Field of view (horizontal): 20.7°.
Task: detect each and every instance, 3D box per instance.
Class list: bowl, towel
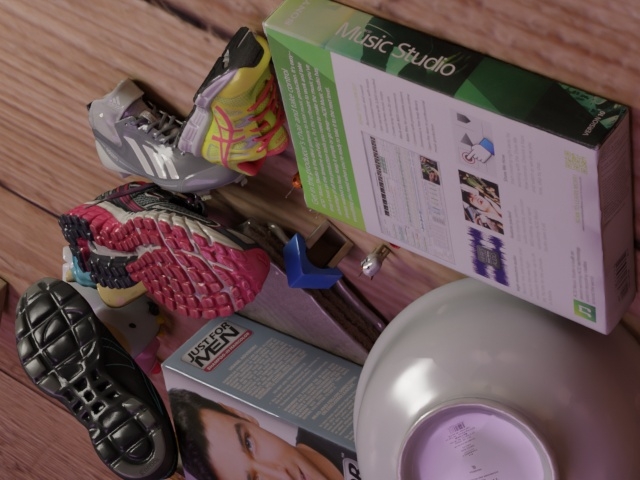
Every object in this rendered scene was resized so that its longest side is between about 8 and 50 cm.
[{"bbox_3d":[0.152,0.188,1.531,0.298,0.134,0.297,4,103,17],"label":"bowl"},{"bbox_3d":[-0.009,0.093,1.852,0.282,0.049,0.187,45,153,-11],"label":"towel"}]

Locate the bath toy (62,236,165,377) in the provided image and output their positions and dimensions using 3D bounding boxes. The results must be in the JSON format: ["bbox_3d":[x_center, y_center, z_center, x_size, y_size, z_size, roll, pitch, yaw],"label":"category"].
[{"bbox_3d":[-0.244,0.108,2.089,0.129,0.151,0.348,-2,151,-11],"label":"bath toy"}]

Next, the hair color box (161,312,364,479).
[{"bbox_3d":[0.022,0.227,1.805,0.374,0.113,0.185,21,135,32],"label":"hair color box"}]

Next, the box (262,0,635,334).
[{"bbox_3d":[0.110,-0.067,1.471,0.322,0.058,0.232,23,147,27],"label":"box"}]

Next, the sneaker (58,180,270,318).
[{"bbox_3d":[-0.150,-0.009,1.779,0.299,0.112,0.121,17,136,49],"label":"sneaker"}]

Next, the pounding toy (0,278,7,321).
[{"bbox_3d":[-0.497,0.076,2.391,0.130,0.100,0.141,34,141,11],"label":"pounding toy"}]

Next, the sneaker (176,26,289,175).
[{"bbox_3d":[-0.064,-0.121,1.594,0.094,0.081,0.208,33,158,0],"label":"sneaker"}]

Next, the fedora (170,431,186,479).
[{"bbox_3d":[-0.120,0.261,2.023,0.194,0.079,0.194,32,173,5],"label":"fedora"}]

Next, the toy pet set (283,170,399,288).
[{"bbox_3d":[0.000,0.000,1.687,0.122,0.065,0.114,42,152,-2],"label":"toy pet set"}]

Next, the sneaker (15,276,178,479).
[{"bbox_3d":[-0.243,0.158,1.918,0.267,0.101,0.106,55,-174,19],"label":"sneaker"}]

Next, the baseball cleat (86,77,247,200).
[{"bbox_3d":[-0.162,-0.103,1.734,0.206,0.072,0.109,8,131,40],"label":"baseball cleat"}]
